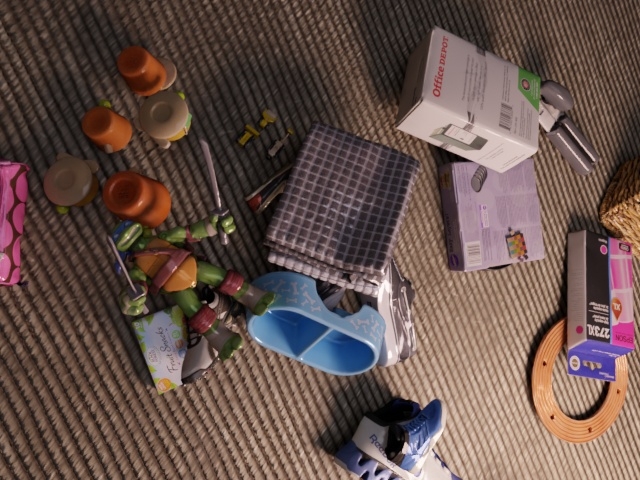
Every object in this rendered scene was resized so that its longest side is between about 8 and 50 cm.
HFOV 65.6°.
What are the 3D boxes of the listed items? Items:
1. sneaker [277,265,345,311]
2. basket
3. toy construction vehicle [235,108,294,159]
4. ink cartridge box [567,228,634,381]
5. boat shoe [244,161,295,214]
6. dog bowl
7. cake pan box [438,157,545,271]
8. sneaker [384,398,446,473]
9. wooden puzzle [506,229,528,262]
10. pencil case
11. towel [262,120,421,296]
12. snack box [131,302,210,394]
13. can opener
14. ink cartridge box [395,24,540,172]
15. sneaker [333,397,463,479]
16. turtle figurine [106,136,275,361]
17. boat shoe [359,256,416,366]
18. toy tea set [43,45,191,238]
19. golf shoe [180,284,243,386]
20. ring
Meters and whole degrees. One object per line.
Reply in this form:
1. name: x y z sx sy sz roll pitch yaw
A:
1. sneaker: 0.000 0.000 1.000 0.153 0.101 0.268 25 78 -17
2. basket: 0.943 -0.095 1.391 0.299 0.223 0.213 34 43 -18
3. toy construction vehicle: -0.111 -0.208 1.002 0.086 0.035 0.098 36 73 -6
4. ink cartridge box: 0.721 0.168 1.282 0.176 0.069 0.370 13 77 -21
5. boat shoe: -0.089 -0.109 0.996 0.137 0.049 0.043 -41 106 -16
6. dog bowl: -0.010 0.169 0.950 0.297 0.166 0.074 27 39 -20
7. cake pan box: 0.412 -0.060 1.188 0.246 0.070 0.266 -8 91 -20
8. sneaker: 0.181 0.369 0.970 0.085 0.058 0.152 33 82 -18
9. wooden puzzle: 0.461 0.013 1.167 0.049 0.006 0.083 -18 96 -22
10. pencil case: -0.515 -0.029 0.793 0.095 0.098 0.209 2 87 -22
11. towel: 0.043 -0.065 0.920 0.235 0.121 0.283 20 67 -2
12. snack box: -0.275 0.195 0.915 0.100 0.037 0.141 -21 96 -21
13. can opener: 0.631 -0.288 1.268 0.283 0.095 0.076 43 74 -15
14. ink cartridge box: 0.329 -0.308 1.101 0.289 0.121 0.211 19 67 -15
15. sneaker: 0.200 0.442 1.052 0.316 0.127 0.182 29 80 -17
16. turtle figurine: -0.196 0.050 0.761 0.266 0.275 0.197 42 35 -15
17. boat shoe: 0.150 0.114 1.055 0.102 0.108 0.301 -12 95 -22
18. toy tea set: -0.324 -0.172 0.890 0.200 0.124 0.335 23 82 10
19. golf shoe: -0.214 0.163 0.883 0.094 0.077 0.198 50 32 -24
20. ring: 0.675 0.356 1.300 0.337 0.032 0.336 1 88 -23
